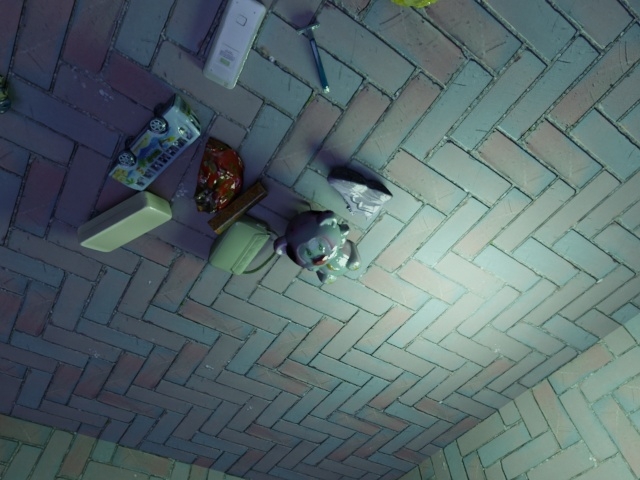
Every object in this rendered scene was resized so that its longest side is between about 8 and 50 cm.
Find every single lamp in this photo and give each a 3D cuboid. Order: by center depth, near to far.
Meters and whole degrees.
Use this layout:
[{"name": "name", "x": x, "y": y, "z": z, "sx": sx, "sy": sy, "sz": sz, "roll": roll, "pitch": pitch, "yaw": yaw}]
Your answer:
[{"name": "lamp", "x": 0.000, "y": 0.000, "z": 1.457, "sx": 0.247, "sy": 0.248, "sz": 0.301, "roll": -28, "pitch": 143, "yaw": 20}]

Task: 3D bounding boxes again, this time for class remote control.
[{"name": "remote control", "x": -0.245, "y": -0.560, "z": 1.155, "sx": 0.103, "sy": 0.034, "sz": 0.250, "roll": 22, "pitch": 120, "yaw": -17}]

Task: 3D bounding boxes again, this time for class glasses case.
[{"name": "glasses case", "x": -0.275, "y": -0.108, "z": 1.392, "sx": 0.218, "sy": 0.075, "sz": 0.049, "roll": -38, "pitch": 86, "yaw": -2}, {"name": "glasses case", "x": -0.677, "y": -0.061, "z": 1.422, "sx": 0.312, "sy": 0.070, "sz": 0.131, "roll": -25, "pitch": 158, "yaw": 15}]

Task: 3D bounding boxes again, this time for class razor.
[{"name": "razor", "x": -0.007, "y": -0.520, "z": 1.192, "sx": 0.068, "sy": 0.037, "sz": 0.191, "roll": -16, "pitch": 124, "yaw": 7}]

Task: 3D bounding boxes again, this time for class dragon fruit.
[{"name": "dragon fruit", "x": -0.330, "y": -0.164, "z": 1.328, "sx": 0.134, "sy": 0.212, "sz": 0.262, "roll": 14, "pitch": 128, "yaw": -2}]

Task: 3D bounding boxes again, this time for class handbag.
[{"name": "handbag", "x": -0.278, "y": 0.028, "z": 1.537, "sx": 0.219, "sy": 0.079, "sz": 0.256, "roll": 27, "pitch": 119, "yaw": -26}]

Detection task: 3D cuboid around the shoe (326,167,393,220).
[{"name": "shoe", "x": 0.118, "y": -0.155, "z": 1.416, "sx": 0.244, "sy": 0.095, "sz": 0.138, "roll": 19, "pitch": 119, "yaw": -22}]

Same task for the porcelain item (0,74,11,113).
[{"name": "porcelain item", "x": -1.027, "y": -0.425, "z": 1.122, "sx": 0.287, "sy": 0.186, "sz": 0.138, "roll": 28, "pitch": 120, "yaw": -19}]

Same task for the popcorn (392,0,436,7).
[{"name": "popcorn", "x": 0.257, "y": -0.693, "z": 0.990, "sx": 0.265, "sy": 0.192, "sz": 0.233, "roll": -5, "pitch": 120, "yaw": -20}]

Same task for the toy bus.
[{"name": "toy bus", "x": -0.516, "y": -0.299, "z": 1.283, "sx": 0.329, "sy": 0.109, "sz": 0.136, "roll": -36, "pitch": 128, "yaw": 20}]
